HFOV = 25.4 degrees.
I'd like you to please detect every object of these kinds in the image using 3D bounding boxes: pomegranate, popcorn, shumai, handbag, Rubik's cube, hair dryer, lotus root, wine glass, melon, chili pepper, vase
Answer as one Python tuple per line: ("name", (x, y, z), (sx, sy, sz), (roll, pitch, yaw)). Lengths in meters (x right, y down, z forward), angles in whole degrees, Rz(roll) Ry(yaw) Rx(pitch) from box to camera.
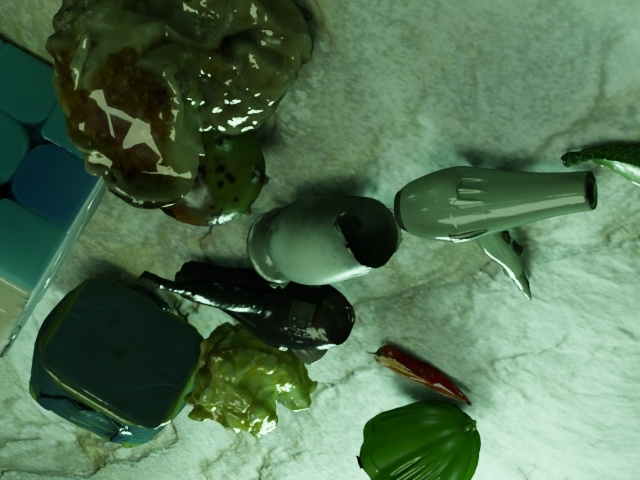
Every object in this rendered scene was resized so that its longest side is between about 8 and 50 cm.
("pomegranate", (-0.143, -0.077, 1.736), (0.156, 0.156, 0.220), (19, 155, 12))
("popcorn", (-0.115, 0.210, 2.151), (0.185, 0.187, 0.167), (-12, 113, 46))
("shumai", (-0.193, -0.158, 1.521), (0.314, 0.262, 0.267), (2, 143, 40))
("handbag", (-0.333, 0.203, 2.283), (0.263, 0.222, 0.241), (27, 157, -6))
("Rubik's cube", (-0.452, -0.067, 1.850), (0.292, 0.290, 0.291), (30, 152, -6))
("hair dryer", (0.245, -0.016, 1.626), (0.267, 0.092, 0.229), (29, 149, -36))
("lotus root", (0.175, 0.307, 2.129), (0.186, 0.186, 0.186), (20, 151, 11))
("wine glass", (0.000, 0.000, 1.782), (0.111, 0.111, 0.204), (41, 152, -26))
("melon", (0.376, -0.057, 1.475), (0.262, 0.053, 0.114), (21, 170, 17))
("hair dryer", (-0.150, 0.061, 1.909), (0.304, 0.120, 0.359), (19, -179, 35))
("chili pepper", (0.149, 0.195, 2.078), (0.178, 0.027, 0.045), (29, 156, -4))
("vase", (-0.037, 0.136, 2.104), (0.101, 0.053, 0.053), (43, 148, -21))
